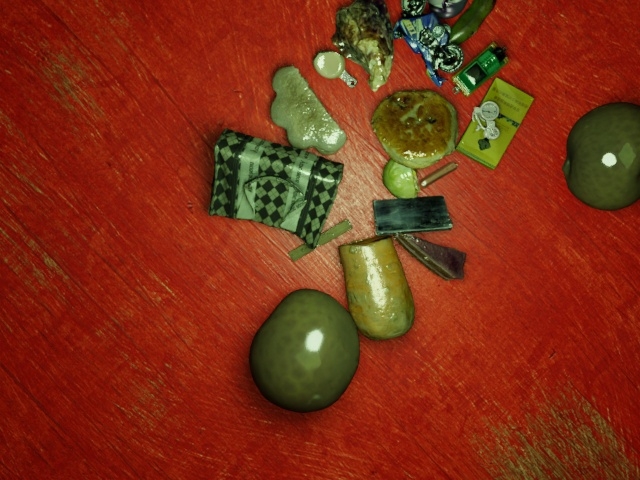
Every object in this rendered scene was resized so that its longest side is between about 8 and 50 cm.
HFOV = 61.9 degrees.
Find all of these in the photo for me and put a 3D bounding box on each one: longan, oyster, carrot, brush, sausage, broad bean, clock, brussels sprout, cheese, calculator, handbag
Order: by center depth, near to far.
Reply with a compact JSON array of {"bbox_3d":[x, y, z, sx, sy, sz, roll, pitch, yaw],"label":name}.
[{"bbox_3d":[0.944,-0.271,1.731,0.288,0.288,0.350,10,101,0],"label":"longan"},{"bbox_3d":[-0.056,0.366,1.762,0.404,0.336,0.405,-7,78,38],"label":"longan"},{"bbox_3d":[-0.155,-0.156,1.765,0.415,0.180,0.317,16,125,1],"label":"handbag"},{"bbox_3d":[0.150,-0.674,1.783,0.271,0.100,0.275,35,117,19],"label":"oyster"},{"bbox_3d":[0.562,-0.402,1.803,0.087,0.041,0.129,-8,88,-1],"label":"clock"},{"bbox_3d":[0.190,0.157,1.804,0.224,0.224,0.341,-13,91,2],"label":"carrot"},{"bbox_3d":[0.519,-0.758,1.804,0.077,0.061,0.339,36,94,5],"label":"broad bean"},{"bbox_3d":[0.270,-0.212,1.816,0.122,0.149,0.152,-11,78,19],"label":"brussels sprout"},{"bbox_3d":[0.056,-0.593,1.826,0.171,0.047,0.092,21,115,1],"label":"cheese"},{"bbox_3d":[0.313,-0.088,1.833,0.261,0.021,0.161,-3,50,1],"label":"calculator"},{"bbox_3d":[0.412,-0.230,1.863,0.147,0.035,0.030,-31,125,1],"label":"sausage"},{"bbox_3d":[0.000,0.000,1.891,0.248,0.036,0.043,-31,89,10],"label":"brush"}]

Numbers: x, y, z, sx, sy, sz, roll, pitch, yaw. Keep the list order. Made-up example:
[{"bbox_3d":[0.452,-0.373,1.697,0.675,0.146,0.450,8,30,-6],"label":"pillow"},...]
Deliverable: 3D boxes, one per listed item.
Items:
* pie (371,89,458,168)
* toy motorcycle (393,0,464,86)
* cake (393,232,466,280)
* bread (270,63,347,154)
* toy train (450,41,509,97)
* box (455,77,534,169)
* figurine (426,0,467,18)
[{"bbox_3d":[0.314,-0.383,1.770,0.315,0.092,0.315,-1,63,2],"label":"pie"},{"bbox_3d":[0.344,-0.668,1.780,0.169,0.113,0.315,-33,94,31],"label":"toy motorcycle"},{"bbox_3d":[0.376,0.035,1.805,0.295,0.116,0.113,28,78,-29],"label":"cake"},{"bbox_3d":[-0.063,-0.425,1.822,0.183,0.102,0.337,-37,92,3],"label":"bread"},{"bbox_3d":[0.537,-0.572,1.783,0.227,0.136,0.091,-39,93,6],"label":"toy train"},{"bbox_3d":[0.599,-0.401,1.841,0.153,0.041,0.279,29,95,-1],"label":"box"},{"bbox_3d":[0.388,-0.836,1.766,0.222,0.145,0.145,37,94,4],"label":"figurine"}]
